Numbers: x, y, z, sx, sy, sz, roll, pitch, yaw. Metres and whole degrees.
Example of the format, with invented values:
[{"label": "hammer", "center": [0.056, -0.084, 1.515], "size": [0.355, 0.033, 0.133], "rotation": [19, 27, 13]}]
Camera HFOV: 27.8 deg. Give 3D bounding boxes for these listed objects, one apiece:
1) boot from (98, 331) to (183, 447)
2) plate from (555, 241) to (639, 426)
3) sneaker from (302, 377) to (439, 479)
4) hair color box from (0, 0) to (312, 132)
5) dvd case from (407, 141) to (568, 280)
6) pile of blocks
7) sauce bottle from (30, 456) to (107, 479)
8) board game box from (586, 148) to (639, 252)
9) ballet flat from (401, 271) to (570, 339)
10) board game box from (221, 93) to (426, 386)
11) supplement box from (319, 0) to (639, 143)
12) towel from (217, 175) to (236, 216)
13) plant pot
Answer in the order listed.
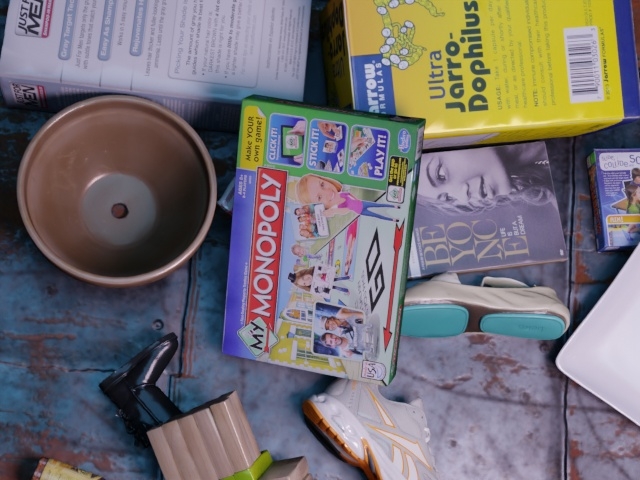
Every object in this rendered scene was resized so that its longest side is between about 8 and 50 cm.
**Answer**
[{"label": "boot", "center": [-0.198, 0.183, 1.564], "size": [0.121, 0.045, 0.099], "rotation": [-38, 80, -7]}, {"label": "plate", "center": [0.482, 0.129, 1.646], "size": [0.277, 0.045, 0.278], "rotation": [36, 84, 4]}, {"label": "sneaker", "center": [0.106, 0.256, 1.559], "size": [0.121, 0.099, 0.262], "rotation": [-41, 85, -20]}, {"label": "hair color box", "center": [-0.205, -0.252, 1.645], "size": [0.374, 0.113, 0.185], "rotation": [6, 74, -6]}, {"label": "dvd case", "center": [0.202, -0.040, 1.688], "size": [0.221, 0.018, 0.164], "rotation": [-7, 76, -9]}, {"label": "pile of blocks", "center": [-0.045, 0.325, 1.523], "size": [0.362, 0.112, 0.149], "rotation": [44, 104, 4]}, {"label": "sauce bottle", "center": [-0.277, 0.294, 1.528], "size": [0.128, 0.042, 0.042], "rotation": [21, 74, -4]}, {"label": "board game box", "center": [0.461, -0.055, 1.715], "size": [0.201, 0.035, 0.136], "rotation": [-1, 76, -8]}, {"label": "ballet flat", "center": [0.190, 0.080, 1.631], "size": [0.248, 0.086, 0.086], "rotation": [5, 75, -7]}, {"label": "board game box", "center": [0.000, 0.000, 1.525], "size": [0.213, 0.046, 0.317], "rotation": [9, 106, 14]}, {"label": "supplement box", "center": [0.193, -0.222, 1.624], "size": [0.357, 0.194, 0.195], "rotation": [-6, 90, -9]}, {"label": "towel", "center": [-0.017, -0.039, 1.619], "size": [0.197, 0.029, 0.144], "rotation": [42, 73, -19]}, {"label": "plant pot", "center": [-0.248, -0.051, 1.587], "size": [0.237, 0.110, 0.237], "rotation": [2, 76, -7]}]
